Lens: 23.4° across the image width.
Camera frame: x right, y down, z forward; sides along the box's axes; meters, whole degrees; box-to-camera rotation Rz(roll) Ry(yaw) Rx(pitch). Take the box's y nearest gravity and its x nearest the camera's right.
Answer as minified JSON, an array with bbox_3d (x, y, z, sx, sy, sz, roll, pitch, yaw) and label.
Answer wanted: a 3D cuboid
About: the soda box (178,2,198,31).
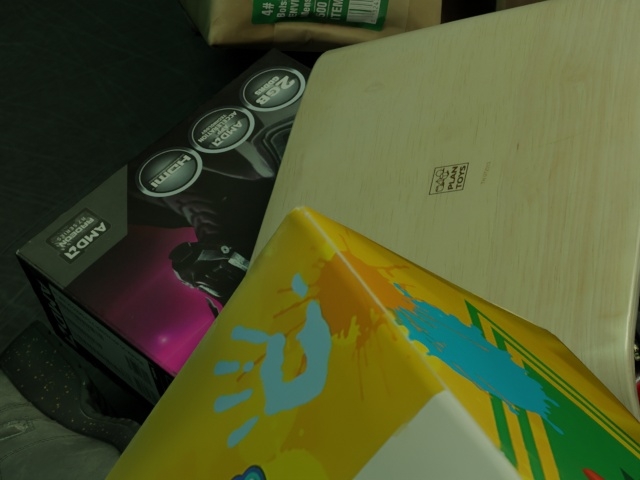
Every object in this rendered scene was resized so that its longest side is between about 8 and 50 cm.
[{"bbox_3d":[-0.053,-0.261,1.379,0.058,0.063,0.183,12,51,37],"label":"soda box"}]

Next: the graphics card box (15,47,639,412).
[{"bbox_3d":[0.022,0.046,0.916,0.233,0.094,0.371,-41,51,-21],"label":"graphics card box"}]

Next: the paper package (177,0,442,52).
[{"bbox_3d":[-0.011,-0.315,1.132,0.168,0.324,0.309,2,16,-10],"label":"paper package"}]

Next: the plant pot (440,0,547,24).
[{"bbox_3d":[0.205,-0.256,1.121,0.229,0.263,0.263,-8,38,-7],"label":"plant pot"}]

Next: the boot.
[{"bbox_3d":[-0.181,0.195,0.903,0.223,0.118,0.338,-39,30,-13],"label":"boot"}]

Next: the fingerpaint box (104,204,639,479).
[{"bbox_3d":[-0.005,0.275,0.513,0.444,0.163,0.371,-55,38,12],"label":"fingerpaint box"}]

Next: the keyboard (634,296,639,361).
[{"bbox_3d":[0.205,-0.039,0.854,0.201,0.033,0.317,-33,46,-6],"label":"keyboard"}]

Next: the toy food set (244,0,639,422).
[{"bbox_3d":[0.085,-0.004,0.819,0.220,0.092,0.306,-8,48,29],"label":"toy food set"}]
